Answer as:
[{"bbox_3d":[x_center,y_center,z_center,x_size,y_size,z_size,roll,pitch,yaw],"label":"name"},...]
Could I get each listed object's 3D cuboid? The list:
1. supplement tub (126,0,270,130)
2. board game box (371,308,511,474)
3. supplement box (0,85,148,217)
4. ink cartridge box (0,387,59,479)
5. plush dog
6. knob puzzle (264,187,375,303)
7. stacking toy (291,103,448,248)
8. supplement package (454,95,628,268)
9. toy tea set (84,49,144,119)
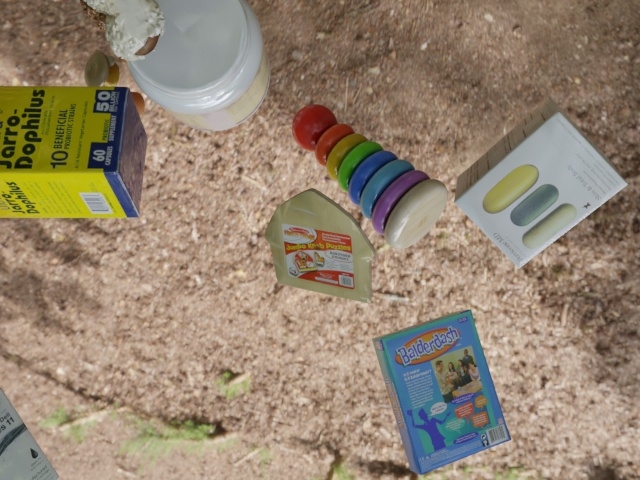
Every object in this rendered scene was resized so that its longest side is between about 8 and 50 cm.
[{"bbox_3d":[-0.216,-0.333,1.208,0.235,0.325,0.235,0,91,-1],"label":"supplement tub"},{"bbox_3d":[0.186,0.228,1.029,0.160,0.047,0.210,-14,85,-16],"label":"board game box"},{"bbox_3d":[-0.540,-0.168,1.301,0.356,0.194,0.195,-1,156,-2],"label":"supplement box"},{"bbox_3d":[-0.576,0.377,1.146,0.087,0.153,0.208,-12,111,38],"label":"ink cartridge box"},{"bbox_3d":[-0.305,-0.418,0.964,0.210,0.225,0.262,20,101,-27],"label":"plush dog"},{"bbox_3d":[0.000,0.000,1.064,0.213,0.030,0.213,15,128,20],"label":"knob puzzle"},{"bbox_3d":[0.065,-0.133,1.207,0.330,0.141,0.141,42,129,25],"label":"stacking toy"},{"bbox_3d":[0.442,-0.122,1.378,0.199,0.198,0.263,45,114,-5],"label":"supplement package"},{"bbox_3d":[-0.426,-0.421,1.513,0.200,0.124,0.336,14,95,37],"label":"toy tea set"}]
